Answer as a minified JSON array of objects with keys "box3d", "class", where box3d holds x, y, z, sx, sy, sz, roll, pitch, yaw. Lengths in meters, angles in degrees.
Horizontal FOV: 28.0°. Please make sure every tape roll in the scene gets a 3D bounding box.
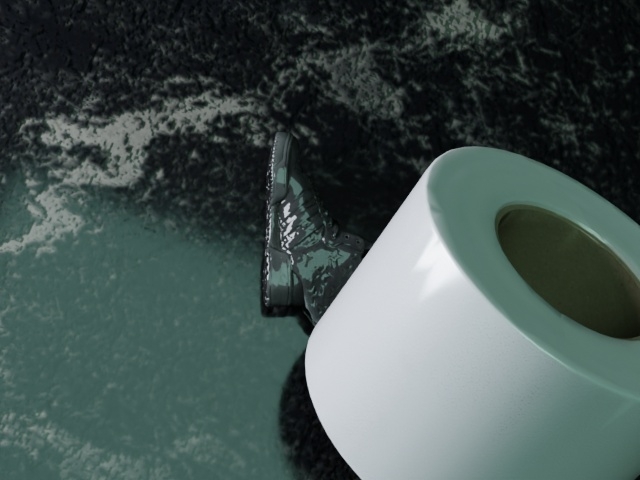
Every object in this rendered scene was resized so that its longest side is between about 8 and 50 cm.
[{"box3d":[0.133,0.076,0.898,0.246,0.169,0.246,24,32,-17],"class":"tape roll"}]

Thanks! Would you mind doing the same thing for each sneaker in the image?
[{"box3d":[0.000,-0.001,1.026,0.089,0.051,0.170,3,80,-6],"class":"sneaker"}]
